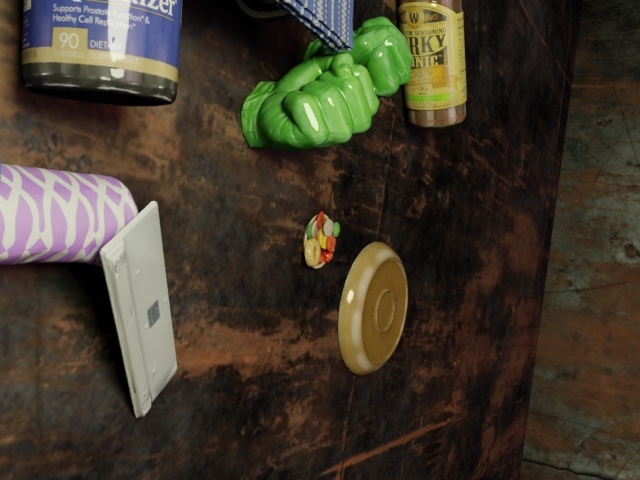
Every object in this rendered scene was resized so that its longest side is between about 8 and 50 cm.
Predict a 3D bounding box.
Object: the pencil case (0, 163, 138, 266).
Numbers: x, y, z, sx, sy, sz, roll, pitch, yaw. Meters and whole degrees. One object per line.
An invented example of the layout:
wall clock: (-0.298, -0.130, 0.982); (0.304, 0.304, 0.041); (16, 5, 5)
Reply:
pencil case: (-0.237, -0.012, 0.518); (0.088, 0.086, 0.206); (-55, 155, 21)

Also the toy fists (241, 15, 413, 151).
toy fists: (0.022, -0.203, 0.861); (0.279, 0.142, 0.096); (-51, 137, -43)

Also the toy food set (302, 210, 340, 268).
toy food set: (0.000, 0.000, 0.987); (0.083, 0.020, 0.082); (16, 82, -59)

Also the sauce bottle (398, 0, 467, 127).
sauce bottle: (0.185, -0.367, 1.145); (0.111, 0.111, 0.344); (-40, 127, -50)

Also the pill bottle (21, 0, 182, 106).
pill bottle: (-0.171, -0.224, 0.544); (0.123, 0.123, 0.219); (-5, 100, -59)

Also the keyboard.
keyboard: (-0.166, 0.076, 0.643); (0.256, 0.014, 0.072); (97, 16, -45)

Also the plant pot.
plant pot: (0.101, 0.120, 1.176); (0.236, 0.032, 0.236); (-19, 112, -58)

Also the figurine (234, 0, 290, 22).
figurine: (-0.027, -0.377, 0.811); (0.209, 0.092, 0.214); (-39, 128, -60)

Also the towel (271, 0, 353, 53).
towel: (-0.037, -0.338, 0.644); (0.336, 0.040, 0.243); (4, 87, -68)
